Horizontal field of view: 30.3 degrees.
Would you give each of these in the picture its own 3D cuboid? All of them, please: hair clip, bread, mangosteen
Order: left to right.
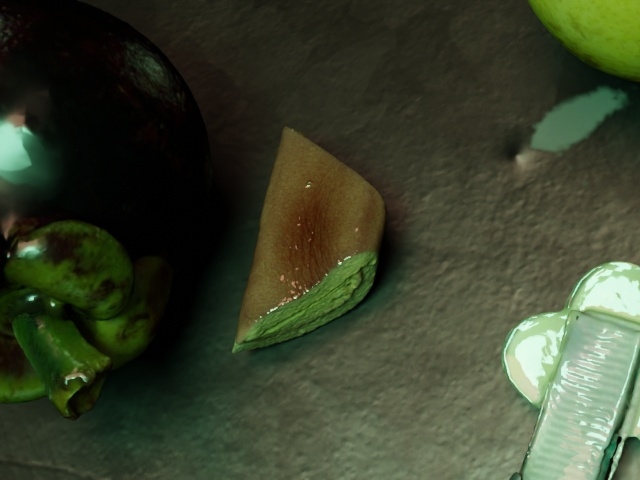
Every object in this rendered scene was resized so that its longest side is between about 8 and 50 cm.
[{"bbox_3d":[-0.236,-0.035,0.881,0.297,0.297,0.313,2,28,23],"label":"mangosteen"},{"bbox_3d":[0.000,0.000,0.912,0.119,0.067,0.192,1,65,31],"label":"bread"},{"bbox_3d":[0.185,0.120,0.781,0.159,0.071,0.218,17,79,22],"label":"hair clip"}]

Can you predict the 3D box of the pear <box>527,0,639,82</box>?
[{"bbox_3d":[0.259,-0.241,0.814,0.280,0.281,0.281,-9,63,18],"label":"pear"}]
